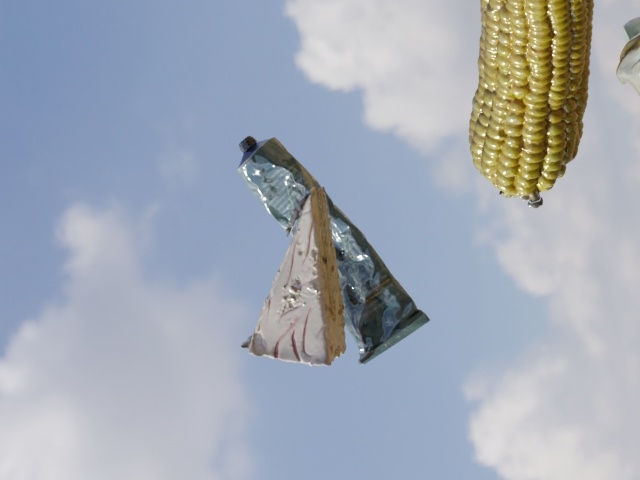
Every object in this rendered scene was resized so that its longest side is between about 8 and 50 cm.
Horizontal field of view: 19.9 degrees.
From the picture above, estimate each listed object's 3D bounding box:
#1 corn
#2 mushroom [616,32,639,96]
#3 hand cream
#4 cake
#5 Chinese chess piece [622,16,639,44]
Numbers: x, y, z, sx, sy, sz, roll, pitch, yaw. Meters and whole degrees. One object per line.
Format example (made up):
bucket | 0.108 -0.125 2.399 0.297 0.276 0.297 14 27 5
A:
corn | 0.179 -0.172 1.498 0.102 0.102 0.313 -86 -2 -49
mushroom | 0.381 -0.059 1.362 0.097 0.351 0.109 -55 -11 -44
hand cream | -0.001 0.000 1.750 0.248 0.075 0.052 55 -152 8
cake | -0.004 0.023 1.210 0.052 0.065 0.121 -37 -34 -70
Chinese chess piece | 0.331 -0.186 1.840 0.084 0.034 0.084 -20 -90 -84
